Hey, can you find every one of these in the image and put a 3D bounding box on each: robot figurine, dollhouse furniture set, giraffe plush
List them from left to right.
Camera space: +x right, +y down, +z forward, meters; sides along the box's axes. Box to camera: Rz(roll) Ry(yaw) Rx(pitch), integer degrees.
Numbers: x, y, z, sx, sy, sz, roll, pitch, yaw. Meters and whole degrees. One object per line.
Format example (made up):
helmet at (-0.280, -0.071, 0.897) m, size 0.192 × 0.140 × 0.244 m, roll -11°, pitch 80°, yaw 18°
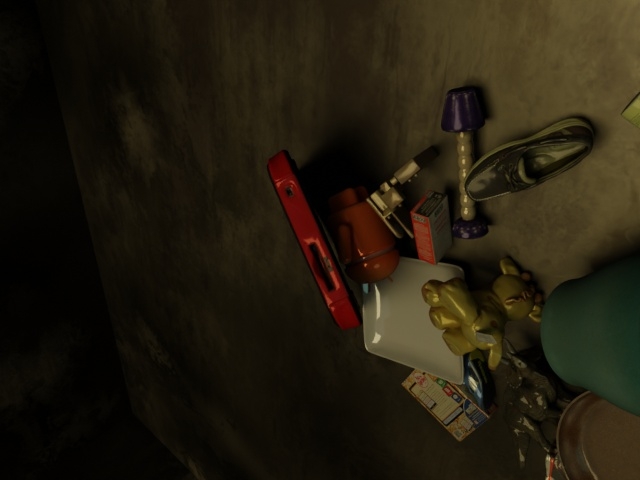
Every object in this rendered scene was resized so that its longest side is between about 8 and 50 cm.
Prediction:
robot figurine at (0.089, -0.003, 1.150) m, size 0.158 × 0.128 × 0.219 m, roll 69°, pitch 180°, yaw -87°
dollhouse furniture set at (0.191, -0.085, 1.071) m, size 0.123 × 0.144 × 0.151 m, roll 51°, pitch 126°, yaw 2°
giraffe plush at (0.326, 0.123, 1.036) m, size 0.210 × 0.170 × 0.181 m, roll 22°, pitch 140°, yaw 62°

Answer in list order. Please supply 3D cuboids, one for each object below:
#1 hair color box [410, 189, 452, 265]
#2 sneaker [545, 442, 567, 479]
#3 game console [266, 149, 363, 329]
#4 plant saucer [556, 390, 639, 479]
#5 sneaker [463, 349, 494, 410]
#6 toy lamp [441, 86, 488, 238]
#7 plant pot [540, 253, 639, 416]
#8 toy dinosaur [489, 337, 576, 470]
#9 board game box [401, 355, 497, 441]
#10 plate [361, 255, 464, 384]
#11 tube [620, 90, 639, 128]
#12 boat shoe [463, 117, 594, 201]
hair color box at (0.224, -0.024, 1.077) m, size 0.043 × 0.072 × 0.141 m, roll 24°, pitch 148°, yaw 35°
sneaker at (0.519, 0.512, 1.154) m, size 0.065 × 0.061 × 0.158 m, roll 7°, pitch 120°, yaw 36°
game console at (0.000, 0.000, 1.195) m, size 0.060 × 0.342 × 0.387 m, roll -24°, pitch 87°, yaw 6°
plant saucer at (0.563, 0.385, 0.915) m, size 0.310 × 0.050 × 0.311 m, roll 19°, pitch 116°, yaw 43°
sneaker at (0.347, 0.311, 1.211) m, size 0.059 × 0.053 × 0.144 m, roll -13°, pitch 95°, yaw 48°
toy lamp at (0.265, -0.138, 0.989) m, size 0.080 × 0.080 × 0.275 m, roll 11°, pitch 121°, yaw 42°
plant pot at (0.489, 0.140, 0.808) m, size 0.272 × 0.271 × 0.255 m, roll 64°, pitch 154°, yaw -6°
toy dinosaur at (0.437, 0.338, 1.110) m, size 0.160 × 0.121 × 0.314 m, roll 35°, pitch 141°, yaw 43°
board game box at (0.304, 0.372, 1.297) m, size 0.193 × 0.045 × 0.147 m, roll 44°, pitch 139°, yaw 18°
plate at (0.213, 0.161, 1.237) m, size 0.278 × 0.045 × 0.277 m, roll 11°, pitch 113°, yaw 42°
tube at (0.534, -0.127, 0.740) m, size 0.240 × 0.062 × 0.070 m, roll 41°, pitch -179°, yaw 13°
boat shoe at (0.334, -0.123, 0.886) m, size 0.223 × 0.073 × 0.080 m, roll -27°, pitch 108°, yaw 33°
